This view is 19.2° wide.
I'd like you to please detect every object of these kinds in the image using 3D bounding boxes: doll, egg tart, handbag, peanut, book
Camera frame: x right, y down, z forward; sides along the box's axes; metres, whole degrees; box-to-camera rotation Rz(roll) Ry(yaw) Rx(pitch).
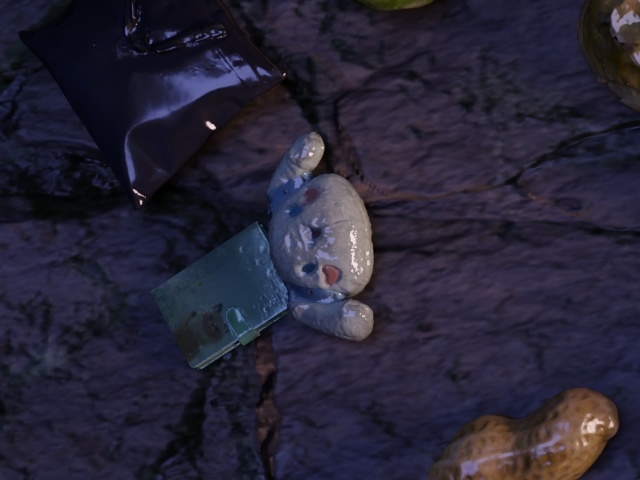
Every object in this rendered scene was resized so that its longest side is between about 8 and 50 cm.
[{"bbox_3d":[0.000,0.000,1.865,0.104,0.071,0.214,-17,81,21],"label":"doll"},{"bbox_3d":[0.341,-0.233,1.763,0.252,0.098,0.231,-15,66,29],"label":"egg tart"},{"bbox_3d":[-0.175,-0.191,1.950,0.211,0.089,0.254,-40,67,10],"label":"handbag"},{"bbox_3d":[0.187,0.195,1.763,0.193,0.089,0.089,-21,74,9],"label":"peanut"},{"bbox_3d":[-0.094,0.058,1.911,0.135,0.017,0.103,-33,71,9],"label":"book"}]

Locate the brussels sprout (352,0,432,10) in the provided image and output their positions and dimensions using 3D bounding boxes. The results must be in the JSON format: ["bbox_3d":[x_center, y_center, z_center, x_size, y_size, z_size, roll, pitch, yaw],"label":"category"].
[{"bbox_3d":[0.066,-0.294,1.873,0.155,0.117,0.155,-2,64,4],"label":"brussels sprout"}]
